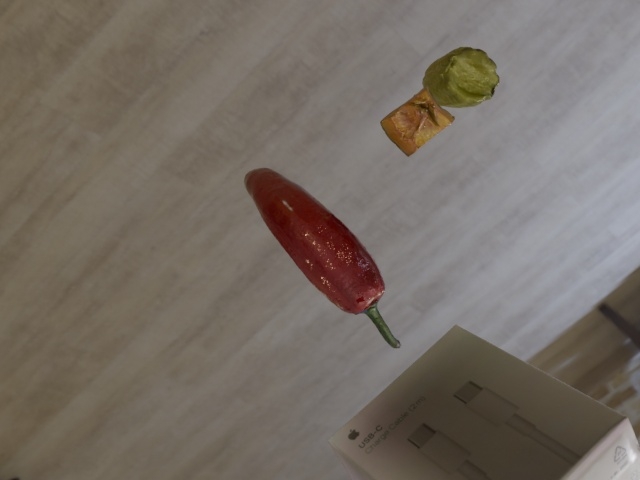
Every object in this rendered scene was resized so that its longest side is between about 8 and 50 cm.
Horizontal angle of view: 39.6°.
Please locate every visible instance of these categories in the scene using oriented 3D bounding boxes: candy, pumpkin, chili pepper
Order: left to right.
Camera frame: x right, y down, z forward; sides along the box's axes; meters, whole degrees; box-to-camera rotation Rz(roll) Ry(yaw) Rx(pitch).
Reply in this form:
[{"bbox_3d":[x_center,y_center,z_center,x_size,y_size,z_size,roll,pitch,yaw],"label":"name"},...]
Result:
[{"bbox_3d":[-0.005,-0.005,1.263,0.092,0.368,0.137,-39,154,4],"label":"chili pepper"},{"bbox_3d":[0.146,-0.173,1.290,0.101,0.035,0.073,-42,112,-9],"label":"pumpkin"},{"bbox_3d":[0.232,-0.280,1.580,0.106,0.199,0.094,42,82,-12],"label":"candy"}]

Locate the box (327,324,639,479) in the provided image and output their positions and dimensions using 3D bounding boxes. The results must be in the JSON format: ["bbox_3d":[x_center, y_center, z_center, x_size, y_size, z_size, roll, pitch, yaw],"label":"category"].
[{"bbox_3d":[0.164,0.223,0.906,0.203,0.252,0.106,-40,123,-16],"label":"box"}]
